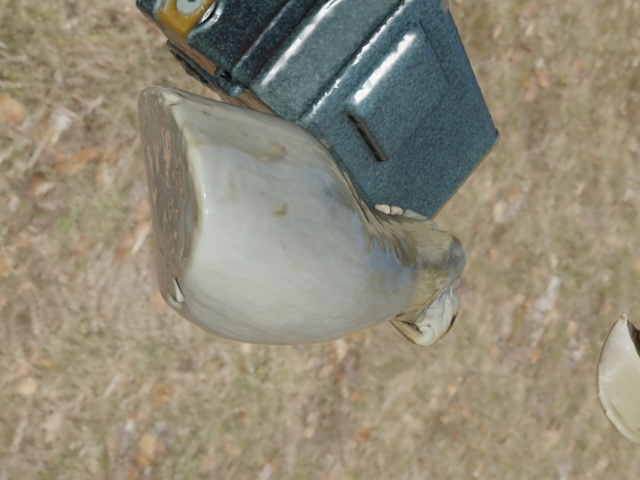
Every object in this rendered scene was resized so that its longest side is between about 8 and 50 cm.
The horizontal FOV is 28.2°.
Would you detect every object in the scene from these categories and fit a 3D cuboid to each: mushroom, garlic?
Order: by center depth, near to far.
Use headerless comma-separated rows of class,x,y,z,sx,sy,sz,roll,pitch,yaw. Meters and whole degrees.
mushroom,0.000,0.000,0.595,0.225,0.116,0.093,20,132,-42
garlic,0.471,0.119,1.536,0.185,0.203,0.281,-9,149,-41

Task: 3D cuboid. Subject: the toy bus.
toy bus,0.010,-0.110,0.841,0.138,0.167,0.275,-49,155,-3
